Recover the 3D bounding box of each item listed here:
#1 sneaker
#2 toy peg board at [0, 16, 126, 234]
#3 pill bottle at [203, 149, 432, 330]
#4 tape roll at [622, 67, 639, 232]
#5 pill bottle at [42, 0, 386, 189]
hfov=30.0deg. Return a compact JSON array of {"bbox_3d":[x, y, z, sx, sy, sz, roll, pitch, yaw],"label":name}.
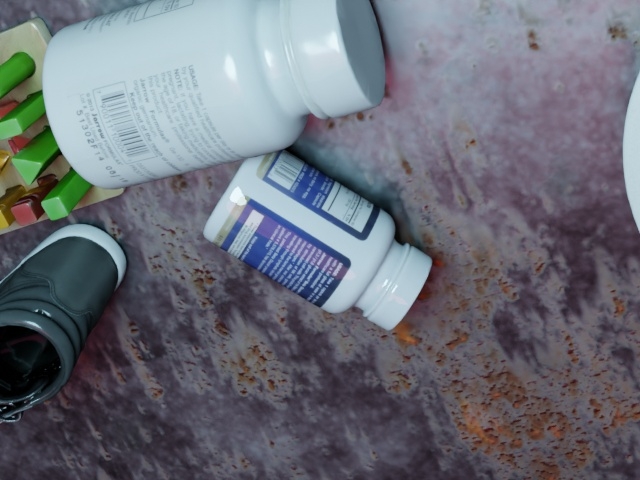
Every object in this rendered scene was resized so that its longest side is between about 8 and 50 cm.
[{"bbox_3d":[-0.293,0.115,1.059,0.104,0.147,0.296,40,121,-11],"label":"sneaker"},{"bbox_3d":[-0.273,-0.075,0.989,0.161,0.079,0.161,-16,113,21],"label":"toy peg board"},{"bbox_3d":[0.000,0.000,0.952,0.169,0.094,0.094,32,121,-4],"label":"pill bottle"},{"bbox_3d":[0.399,-0.063,0.788,0.392,0.072,0.392,13,130,16],"label":"tape roll"},{"bbox_3d":[-0.075,-0.122,0.883,0.229,0.131,0.131,-12,115,20],"label":"pill bottle"}]
